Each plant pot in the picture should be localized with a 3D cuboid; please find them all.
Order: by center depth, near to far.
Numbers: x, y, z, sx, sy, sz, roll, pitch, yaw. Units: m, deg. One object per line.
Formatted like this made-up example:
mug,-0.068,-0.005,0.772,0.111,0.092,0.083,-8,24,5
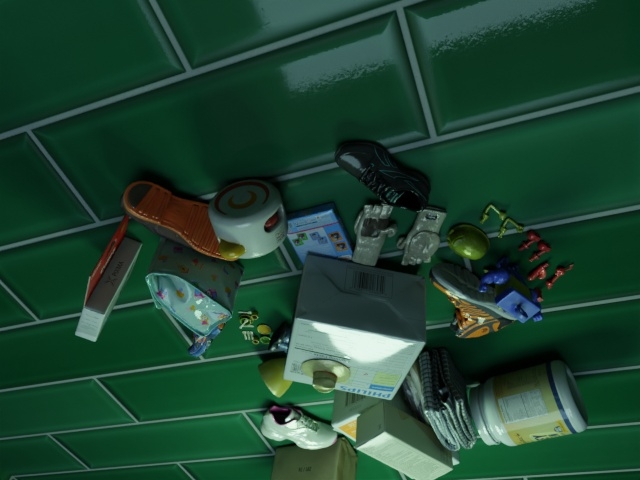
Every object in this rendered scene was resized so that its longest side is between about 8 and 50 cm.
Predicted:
plant pot,-0.141,0.465,1.954,0.095,0.134,0.134,-35,121,1

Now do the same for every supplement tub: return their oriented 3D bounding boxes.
supplement tub,0.669,0.534,1.814,0.316,0.228,0.228,-24,123,26

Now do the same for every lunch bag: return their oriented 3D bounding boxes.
lunch bag,-0.372,0.110,1.606,0.262,0.223,0.160,40,118,-23

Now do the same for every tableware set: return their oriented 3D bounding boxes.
tableware set,-0.219,0.296,1.876,0.104,0.024,0.154,1,130,7

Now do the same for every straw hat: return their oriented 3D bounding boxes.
straw hat,0.011,0.400,1.596,0.144,0.061,0.144,7,138,6

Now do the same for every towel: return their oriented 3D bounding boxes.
towel,0.423,0.518,1.835,0.121,0.235,0.283,-16,127,17

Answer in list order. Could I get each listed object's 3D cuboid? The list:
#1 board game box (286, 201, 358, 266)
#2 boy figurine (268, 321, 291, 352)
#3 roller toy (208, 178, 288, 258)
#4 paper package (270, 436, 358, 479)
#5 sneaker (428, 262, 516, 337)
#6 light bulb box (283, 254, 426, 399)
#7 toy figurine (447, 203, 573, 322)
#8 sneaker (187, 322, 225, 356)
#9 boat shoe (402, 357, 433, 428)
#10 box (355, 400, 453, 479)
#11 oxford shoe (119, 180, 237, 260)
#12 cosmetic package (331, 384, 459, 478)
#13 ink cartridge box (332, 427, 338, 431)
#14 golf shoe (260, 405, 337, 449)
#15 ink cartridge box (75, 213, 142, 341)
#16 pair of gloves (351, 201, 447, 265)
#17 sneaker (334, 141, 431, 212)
board game box,0.000,0.000,1.578,0.160,0.039,0.211,-13,127,19
boy figurine,-0.036,0.387,1.885,0.285,0.092,0.177,33,125,-15
roller toy,-0.184,-0.051,1.457,0.191,0.209,0.146,-16,130,-4
paper package,-0.032,0.986,2.253,0.325,0.309,0.168,-18,125,23
sneaker,0.414,0.196,1.629,0.321,0.124,0.180,29,127,-16
light bulb box,0.091,0.264,1.642,0.358,0.225,0.361,12,140,-2
toy figurine,0.514,0.102,1.473,0.362,0.217,0.191,35,127,-21
sneaker,-0.396,0.311,1.890,0.087,0.083,0.221,37,122,-5
boat shoe,0.332,0.535,1.923,0.092,0.103,0.285,-9,109,30
box,0.277,0.671,1.849,0.311,0.121,0.148,35,124,-21
oxford shoe,-0.383,-0.049,1.565,0.364,0.130,0.133,32,156,-23
cosmetic package,0.278,0.676,2.039,0.453,0.161,0.230,39,124,-24
ink cartridge box,0.130,0.708,2.157,0.135,0.056,0.099,24,129,-11
golf shoe,-0.079,0.721,2.166,0.306,0.115,0.140,10,128,-2
ink cartridge box,-0.583,0.093,1.574,0.066,0.296,0.261,23,130,-12
pair of gloves,0.209,-0.017,1.531,0.240,0.042,0.204,4,126,-2
sneaker,0.157,-0.156,1.379,0.267,0.106,0.101,23,131,-10
